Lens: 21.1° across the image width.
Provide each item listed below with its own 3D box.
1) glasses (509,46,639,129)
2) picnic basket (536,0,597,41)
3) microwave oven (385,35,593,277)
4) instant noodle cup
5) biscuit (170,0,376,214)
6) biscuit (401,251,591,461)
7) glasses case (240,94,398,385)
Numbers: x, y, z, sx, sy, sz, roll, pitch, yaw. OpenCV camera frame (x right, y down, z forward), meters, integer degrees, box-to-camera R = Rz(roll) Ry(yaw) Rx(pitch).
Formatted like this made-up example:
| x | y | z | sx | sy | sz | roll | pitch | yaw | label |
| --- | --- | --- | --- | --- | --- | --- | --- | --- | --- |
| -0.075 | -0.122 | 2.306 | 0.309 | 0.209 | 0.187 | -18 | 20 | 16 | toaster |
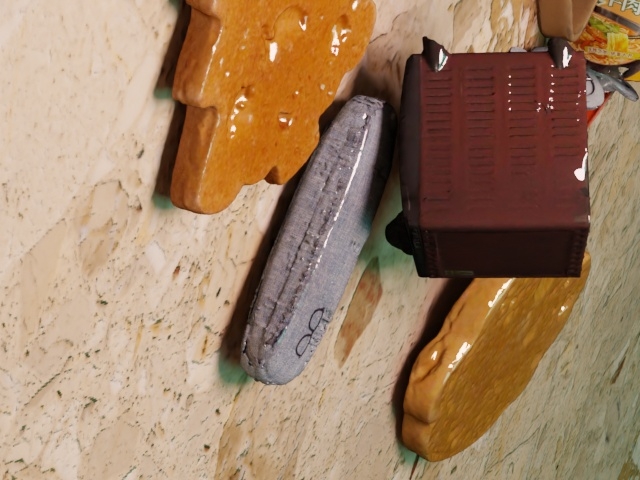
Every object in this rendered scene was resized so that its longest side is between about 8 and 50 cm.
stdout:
| x | y | z | sx | sy | sz | roll | pitch | yaw | label |
| --- | --- | --- | --- | --- | --- | --- | --- | --- | --- |
| 0.243 | -0.106 | 2.011 | 0.268 | 0.118 | 0.234 | -57 | 162 | 23 | glasses |
| 0.260 | -0.362 | 1.550 | 0.254 | 0.291 | 0.321 | 83 | 28 | -44 | picnic basket |
| 0.160 | -0.069 | 1.628 | 0.247 | 0.188 | 0.178 | 62 | 30 | -75 | microwave oven |
| 0.354 | -0.299 | 1.889 | 0.230 | 0.230 | 0.182 | -47 | 157 | -38 | instant noodle cup |
| -0.045 | -0.177 | 1.376 | 0.284 | 0.043 | 0.306 | -48 | 147 | -36 | biscuit |
| 0.213 | 0.106 | 2.041 | 0.351 | 0.057 | 0.312 | -58 | 158 | 3 | biscuit |
| 0.000 | 0.000 | 1.569 | 0.282 | 0.067 | 0.109 | -66 | 161 | -5 | glasses case |
